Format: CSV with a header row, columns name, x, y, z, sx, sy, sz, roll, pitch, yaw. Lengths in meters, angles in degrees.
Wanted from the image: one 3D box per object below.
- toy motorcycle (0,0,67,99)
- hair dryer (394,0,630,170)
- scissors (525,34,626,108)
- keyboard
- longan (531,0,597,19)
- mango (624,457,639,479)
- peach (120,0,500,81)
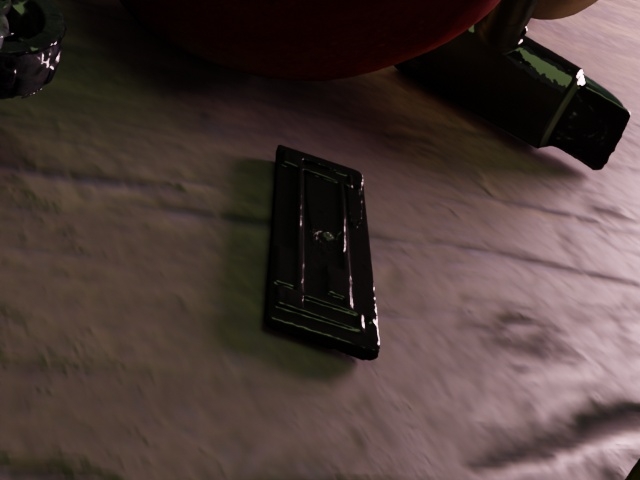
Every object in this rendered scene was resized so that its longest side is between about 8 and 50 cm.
name,x,y,z,sx,sy,sz,roll,pitch,yaw
toy motorcycle,-0.230,-0.072,0.487,0.173,0.108,0.307,26,32,0
hair dryer,0.177,-0.183,0.903,0.195,0.248,0.078,32,52,13
scissors,0.175,-0.198,1.144,0.138,0.041,0.289,-3,42,-46
keyboard,0.000,0.000,0.663,0.061,0.013,0.204,19,27,-11
longan,0.256,-0.335,1.327,0.187,0.167,0.167,26,24,26
mango,0.254,0.148,0.405,0.382,0.201,0.225,13,19,-28
peach,-0.003,-0.252,0.808,0.332,0.308,0.308,31,25,31
